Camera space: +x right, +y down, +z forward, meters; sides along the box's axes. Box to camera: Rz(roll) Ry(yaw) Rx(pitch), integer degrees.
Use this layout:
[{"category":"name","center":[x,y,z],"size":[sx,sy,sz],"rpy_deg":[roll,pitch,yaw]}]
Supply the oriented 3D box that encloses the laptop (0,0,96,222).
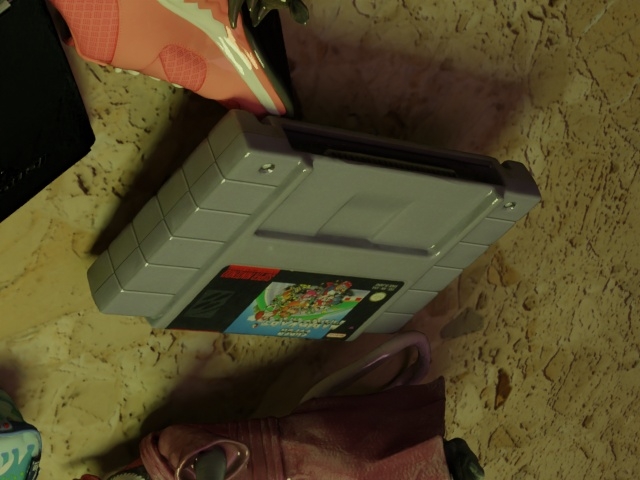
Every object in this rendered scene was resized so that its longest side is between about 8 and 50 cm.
[{"category":"laptop","center":[-0.394,-0.105,1.217],"size":[0.382,0.236,0.408],"rpy_deg":[-40,107,-13]}]

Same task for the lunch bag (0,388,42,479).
[{"category":"lunch bag","center":[-0.343,0.206,1.455],"size":[0.219,0.090,0.176],"rpy_deg":[4,118,-43]}]

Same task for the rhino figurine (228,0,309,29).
[{"category":"rhino figurine","center":[-0.011,-0.245,1.340],"size":[0.243,0.073,0.106],"rpy_deg":[-63,142,-31]}]

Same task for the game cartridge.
[{"category":"game cartridge","center":[0.000,0.000,1.538],"size":[0.355,0.068,0.230],"rpy_deg":[7,135,-43]}]

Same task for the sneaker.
[{"category":"sneaker","center":[-0.123,-0.173,1.363],"size":[0.136,0.116,0.314],"rpy_deg":[-19,149,17]}]

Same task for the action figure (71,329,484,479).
[{"category":"action figure","center":[-0.049,0.195,1.624],"size":[0.370,0.275,0.248],"rpy_deg":[-3,145,-8]}]
